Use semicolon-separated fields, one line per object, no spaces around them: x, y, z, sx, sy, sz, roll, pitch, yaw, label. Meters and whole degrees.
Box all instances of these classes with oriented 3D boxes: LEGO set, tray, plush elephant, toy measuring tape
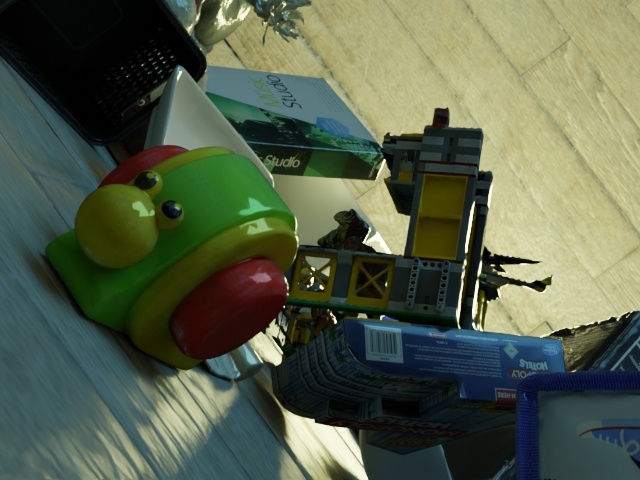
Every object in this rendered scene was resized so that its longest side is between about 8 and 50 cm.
0.052;0.005;1.055;0.331;0.255;0.192;46;51;-59;LEGO set
-0.101;-0.033;1.027;0.270;0.030;0.145;50;47;-68;tray
-0.214;-0.304;1.508;0.330;0.272;0.255;19;24;28;plush elephant
-0.057;0.020;0.709;0.121;0.121;0.330;54;1;19;toy measuring tape

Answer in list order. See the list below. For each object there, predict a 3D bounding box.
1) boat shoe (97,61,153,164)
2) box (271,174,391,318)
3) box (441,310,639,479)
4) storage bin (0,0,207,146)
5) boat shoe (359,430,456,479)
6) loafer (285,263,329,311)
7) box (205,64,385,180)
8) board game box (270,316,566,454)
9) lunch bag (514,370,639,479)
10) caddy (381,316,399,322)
-0.182;-0.129;1.097;0.207;0.073;0.073;53;2;14;boat shoe
0.000;0.000;1.956;0.215;0.168;0.345;54;1;21;box
0.296;0.288;1.295;0.296;0.294;0.183;55;-35;-7;box
-0.188;-0.176;0.947;0.084;0.122;0.180;55;2;37;storage bin
0.107;0.256;1.165;0.228;0.080;0.076;54;-5;-6;boat shoe
0.002;0.083;1.609;0.251;0.087;0.094;53;1;-6;loafer
-0.090;-0.179;1.746;0.322;0.058;0.232;0;35;-31;box
0.066;0.127;0.969;0.194;0.194;0.060;137;-45;-57;board game box
0.256;0.321;0.867;0.328;0.239;0.385;54;33;-60;lunch bag
0.200;0.263;2.103;0.341;0.179;0.241;53;24;-36;caddy
